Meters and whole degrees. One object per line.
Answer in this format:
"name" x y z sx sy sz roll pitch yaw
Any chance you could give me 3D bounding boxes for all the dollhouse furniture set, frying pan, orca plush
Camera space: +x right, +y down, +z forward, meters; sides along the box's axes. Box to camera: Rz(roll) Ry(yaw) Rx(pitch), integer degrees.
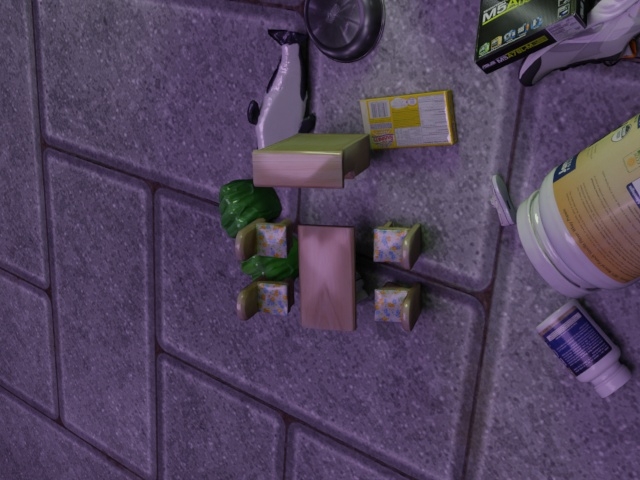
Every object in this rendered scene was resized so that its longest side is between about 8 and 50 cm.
"dollhouse furniture set" 0.000 0.000 1.622 0.362 0.256 0.394 3 105 17
"frying pan" 0.014 -0.515 1.651 0.197 0.053 0.326 -22 94 41
"orca plush" -0.100 -0.312 1.778 0.102 0.151 0.287 -141 43 -63

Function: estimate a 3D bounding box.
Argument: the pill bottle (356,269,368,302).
"pill bottle" 0.054 0.085 1.807 0.067 0.067 0.120 -39 79 41

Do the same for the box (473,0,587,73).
"box" 0.346 -0.384 1.346 0.190 0.045 0.184 -19 50 43

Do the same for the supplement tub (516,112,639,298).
"supplement tub" 0.491 -0.060 1.287 0.316 0.228 0.228 -37 81 41

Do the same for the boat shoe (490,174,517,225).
"boat shoe" 0.337 -0.074 1.542 0.035 0.035 0.100 -17 100 39

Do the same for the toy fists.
"toy fists" -0.146 -0.011 1.889 0.096 0.142 0.279 -26 87 42

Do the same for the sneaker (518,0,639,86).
"sneaker" 0.439 -0.319 1.332 0.271 0.100 0.108 -30 90 42

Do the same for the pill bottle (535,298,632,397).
"pill bottle" 0.477 0.196 1.476 0.169 0.094 0.094 52 130 14

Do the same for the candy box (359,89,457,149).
"candy box" 0.172 -0.237 1.625 0.205 0.027 0.105 2 109 39
